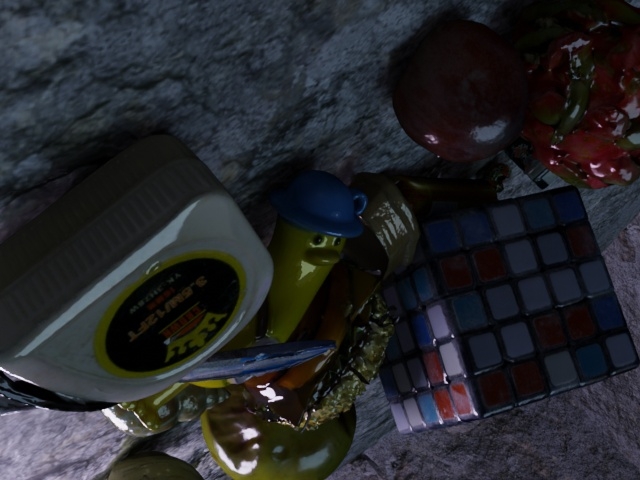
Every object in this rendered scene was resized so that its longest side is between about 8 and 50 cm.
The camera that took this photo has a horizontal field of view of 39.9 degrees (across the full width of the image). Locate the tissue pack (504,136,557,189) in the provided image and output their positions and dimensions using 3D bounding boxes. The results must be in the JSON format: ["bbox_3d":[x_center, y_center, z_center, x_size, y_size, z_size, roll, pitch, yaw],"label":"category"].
[{"bbox_3d":[0.401,-0.174,1.474,0.170,0.090,0.103,-43,160,13],"label":"tissue pack"}]

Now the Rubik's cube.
[{"bbox_3d":[0.247,0.110,1.339,0.293,0.292,0.287,-11,168,-22],"label":"Rubik's cube"}]

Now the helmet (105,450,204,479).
[{"bbox_3d":[-0.287,0.415,1.417,0.257,0.137,0.204,-12,-174,-40],"label":"helmet"}]

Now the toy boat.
[{"bbox_3d":[0.067,-0.019,1.141,0.061,0.116,0.188,-43,162,-15],"label":"toy boat"}]

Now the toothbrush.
[{"bbox_3d":[-0.179,0.137,0.892,0.413,0.042,0.035,-6,139,-16],"label":"toothbrush"}]

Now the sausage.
[{"bbox_3d":[0.173,-0.058,1.323,0.082,0.082,0.371,-49,158,23],"label":"sausage"}]

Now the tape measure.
[{"bbox_3d":[-0.186,0.052,0.805,0.271,0.133,0.231,-40,148,-9],"label":"tape measure"}]

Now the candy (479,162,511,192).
[{"bbox_3d":[0.310,-0.101,1.555,0.055,0.049,0.184,-35,170,6],"label":"candy"}]

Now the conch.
[{"bbox_3d":[-0.217,0.195,1.120,0.116,0.106,0.173,-57,148,-8],"label":"conch"}]

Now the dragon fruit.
[{"bbox_3d":[0.346,-0.197,1.112,0.231,0.237,0.302,-51,141,1],"label":"dragon fruit"}]

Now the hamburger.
[{"bbox_3d":[-0.001,0.132,1.127,0.243,0.138,0.261,-58,-155,-5],"label":"hamburger"}]

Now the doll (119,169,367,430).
[{"bbox_3d":[-0.083,0.063,1.007,0.363,0.145,0.199,-41,141,-9],"label":"doll"}]

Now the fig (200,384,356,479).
[{"bbox_3d":[-0.070,0.267,1.341,0.239,0.239,0.271,-32,168,-23],"label":"fig"}]

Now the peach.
[{"bbox_3d":[0.164,-0.158,0.984,0.152,0.152,0.152,-35,160,-15],"label":"peach"}]
